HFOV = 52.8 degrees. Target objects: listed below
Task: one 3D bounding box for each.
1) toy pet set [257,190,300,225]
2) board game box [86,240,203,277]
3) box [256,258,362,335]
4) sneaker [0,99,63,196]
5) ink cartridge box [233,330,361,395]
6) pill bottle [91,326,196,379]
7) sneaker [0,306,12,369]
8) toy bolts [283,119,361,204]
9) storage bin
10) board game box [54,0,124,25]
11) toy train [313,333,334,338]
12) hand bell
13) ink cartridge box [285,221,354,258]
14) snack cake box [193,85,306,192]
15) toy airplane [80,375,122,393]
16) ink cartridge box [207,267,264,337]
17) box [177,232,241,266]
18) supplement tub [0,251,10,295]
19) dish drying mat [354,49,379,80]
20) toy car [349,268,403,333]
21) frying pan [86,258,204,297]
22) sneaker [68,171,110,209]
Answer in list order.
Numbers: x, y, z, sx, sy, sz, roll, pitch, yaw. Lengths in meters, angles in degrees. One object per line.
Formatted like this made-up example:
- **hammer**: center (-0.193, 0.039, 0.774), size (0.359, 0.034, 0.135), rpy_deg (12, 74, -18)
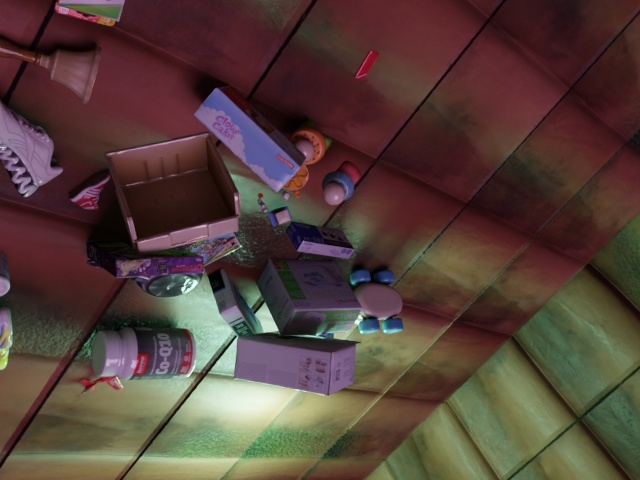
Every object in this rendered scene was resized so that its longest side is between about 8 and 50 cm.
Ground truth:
- **toy pet set**: center (-0.121, -0.108, 1.897), size (0.122, 0.065, 0.114), rpy_deg (-22, 104, -16)
- **board game box**: center (-0.452, 0.041, 1.628), size (0.208, 0.347, 0.056), rpy_deg (-7, 100, -29)
- **box**: center (-0.039, 0.184, 2.089), size (0.262, 0.231, 0.126), rpy_deg (3, 129, -33)
- **sneaker**: center (-0.657, -0.227, 1.404), size (0.118, 0.110, 0.292), rpy_deg (-27, 148, -17)
- **ink cartridge box**: center (-0.060, 0.364, 1.968), size (0.272, 0.310, 0.129), rpy_deg (4, 90, -66)
- **pill bottle**: center (-0.544, 0.349, 1.993), size (0.283, 0.161, 0.161), rpy_deg (7, 127, -37)
- **sneaker**: center (-0.910, 0.275, 1.747), size (0.126, 0.091, 0.240), rpy_deg (1, 131, -31)
- **toy bolts**: center (-0.022, -0.172, 1.726), size (0.228, 0.158, 0.218), rpy_deg (40, 118, -7)
- **storage bin**: center (-0.357, -0.116, 1.574), size (0.263, 0.260, 0.123), rpy_deg (-15, 141, -19)
- **board game box**: center (-0.433, -0.549, 1.266), size (0.124, 0.039, 0.259), rpy_deg (5, 131, -34)
- **toy train**: center (0.004, 0.300, 2.327), size (0.080, 0.105, 0.184), rpy_deg (-17, 138, -18)
- **hand bell**: center (-0.585, -0.375, 1.313), size (0.242, 0.126, 0.126), rpy_deg (15, 122, -26)
- **ink cartridge box**: center (0.000, 0.000, 2.031), size (0.207, 0.097, 0.046), rpy_deg (9, 125, -38)
- **snack cake box**: center (-0.162, -0.247, 1.543), size (0.264, 0.152, 0.089), rpy_deg (43, 106, -7)
- **toy airplane**: center (-0.710, 0.456, 2.099), size (0.151, 0.028, 0.151), rpy_deg (-16, 136, -17)
- **ink cartridge box**: center (-0.255, 0.248, 2.068), size (0.065, 0.165, 0.332), rpy_deg (-27, 138, -1)
- **box**: center (-0.347, 0.022, 1.885), size (0.207, 0.036, 0.114), rpy_deg (-28, 139, -4)
- **supplement tub**: center (-0.814, 0.083, 1.602), size (0.071, 0.107, 0.071), rpy_deg (-17, 138, -16)
- **dish drying mat**: center (0.123, -0.464, 1.712), size (0.032, 0.008, 0.083), rpy_deg (12, 123, -38)
- **toy car**: center (0.153, 0.246, 2.337), size (0.210, 0.219, 0.238), rpy_deg (4, 156, -34)
- **frying pan**: center (-0.462, 0.089, 1.806), size (0.197, 0.053, 0.326), rpy_deg (-26, 150, 18)
- **sneaker**: center (-0.558, -0.120, 1.607), size (0.119, 0.042, 0.067), rpy_deg (-30, 136, 10)
